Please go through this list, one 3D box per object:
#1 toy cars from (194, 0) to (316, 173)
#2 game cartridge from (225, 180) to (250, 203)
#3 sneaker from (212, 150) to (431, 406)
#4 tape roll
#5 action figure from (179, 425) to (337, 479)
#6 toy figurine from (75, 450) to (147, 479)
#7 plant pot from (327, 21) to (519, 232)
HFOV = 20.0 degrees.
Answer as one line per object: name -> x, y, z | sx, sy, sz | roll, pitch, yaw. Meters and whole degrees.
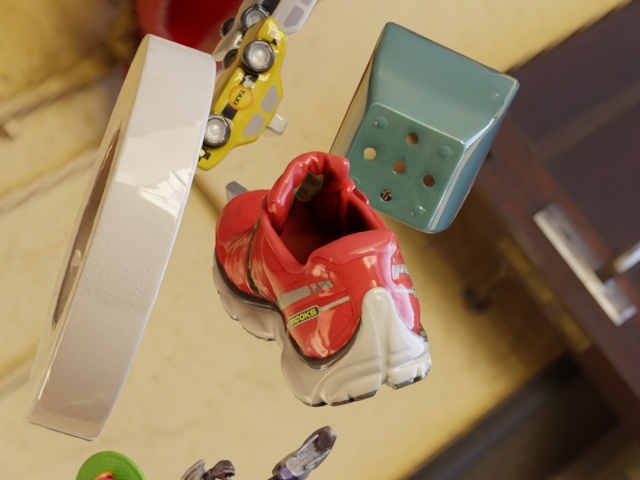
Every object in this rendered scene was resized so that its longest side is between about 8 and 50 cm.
toy cars -> -0.061, -0.206, 2.018 | 0.176, 0.087, 0.393 | -46, -162, 38
game cartridge -> -0.085, -0.024, 2.063 | 0.017, 0.083, 0.056 | -23, -151, -18
sneaker -> 0.000, 0.000, 1.084 | 0.107, 0.118, 0.279 | -13, -161, -14
tape roll -> -0.192, -0.001, 1.711 | 0.392, 0.072, 0.392 | -163, -90, -80
action figure -> -0.080, 0.330, 2.158 | 0.285, 0.185, 0.099 | -29, 178, -46
toy figurine -> -0.321, 0.352, 2.263 | 0.173, 0.130, 0.159 | -49, 158, 27
plant pot -> 0.099, -0.108, 1.928 | 0.234, 0.165, 0.165 | -62, 176, -71
